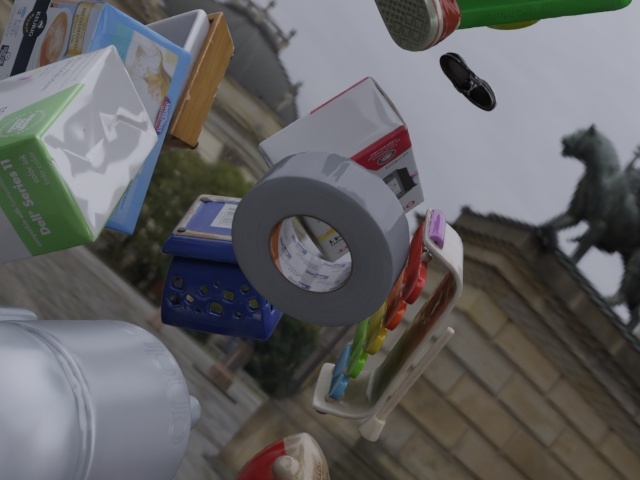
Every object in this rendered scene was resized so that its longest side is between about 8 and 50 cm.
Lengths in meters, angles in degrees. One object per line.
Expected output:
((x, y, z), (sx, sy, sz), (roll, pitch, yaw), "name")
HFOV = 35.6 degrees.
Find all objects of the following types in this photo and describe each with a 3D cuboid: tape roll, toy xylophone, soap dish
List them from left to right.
((-0.300, -0.295, 1.925), (0.228, 0.291, 0.118), (-5, -34, 39), "soap dish")
((0.000, 0.000, 1.255), (0.219, 0.072, 0.219), (12, -55, 18), "tape roll")
((0.098, 0.119, 1.320), (0.081, 0.323, 0.236), (30, 17, -5), "toy xylophone")

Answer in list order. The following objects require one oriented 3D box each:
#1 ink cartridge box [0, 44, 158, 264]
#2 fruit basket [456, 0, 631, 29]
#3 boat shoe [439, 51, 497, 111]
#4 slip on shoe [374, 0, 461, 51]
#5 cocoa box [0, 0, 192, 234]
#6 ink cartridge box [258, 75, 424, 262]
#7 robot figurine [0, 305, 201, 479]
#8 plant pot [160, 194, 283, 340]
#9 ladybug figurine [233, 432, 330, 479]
((-0.367, -0.064, 1.010), (0.207, 0.353, 0.119), (-74, 146, -54), "ink cartridge box")
((0.324, -0.453, 1.699), (0.392, 0.391, 0.283), (50, 32, -47), "fruit basket")
((0.246, -0.265, 1.667), (0.125, 0.046, 0.038), (55, 31, 11), "boat shoe")
((0.110, -0.429, 1.412), (0.123, 0.101, 0.331), (-22, -92, 46), "slip on shoe")
((-0.416, -0.214, 1.705), (0.227, 0.347, 0.231), (15, -4, 35), "cocoa box")
((0.047, -0.114, 1.728), (0.131, 0.226, 0.306), (56, -2, 25), "ink cartridge box")
((-0.262, 0.175, 0.955), (0.300, 0.200, 0.353), (45, 15, 20), "robot figurine")
((-0.185, 0.041, 2.024), (0.235, 0.236, 0.212), (7, -57, 14), "plant pot")
((-0.058, 0.511, 1.705), (0.305, 0.161, 0.450), (-91, 176, -51), "ladybug figurine")
